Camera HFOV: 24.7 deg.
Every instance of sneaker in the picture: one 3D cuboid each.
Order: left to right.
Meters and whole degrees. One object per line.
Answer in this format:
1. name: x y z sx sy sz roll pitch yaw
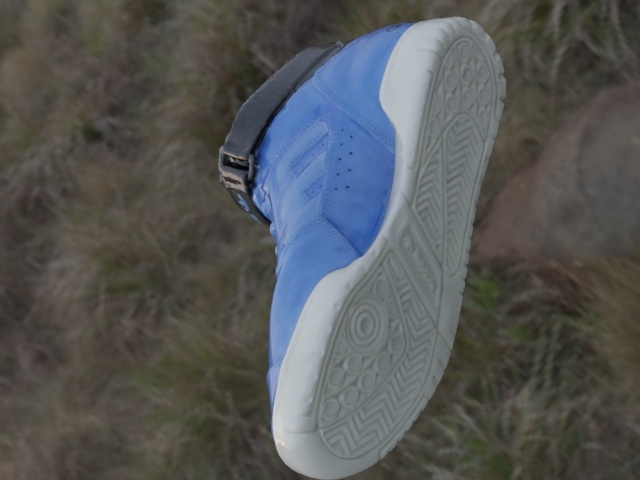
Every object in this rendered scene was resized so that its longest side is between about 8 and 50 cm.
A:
1. sneaker: 0.001 0.000 0.470 0.085 0.058 0.152 1 69 45
